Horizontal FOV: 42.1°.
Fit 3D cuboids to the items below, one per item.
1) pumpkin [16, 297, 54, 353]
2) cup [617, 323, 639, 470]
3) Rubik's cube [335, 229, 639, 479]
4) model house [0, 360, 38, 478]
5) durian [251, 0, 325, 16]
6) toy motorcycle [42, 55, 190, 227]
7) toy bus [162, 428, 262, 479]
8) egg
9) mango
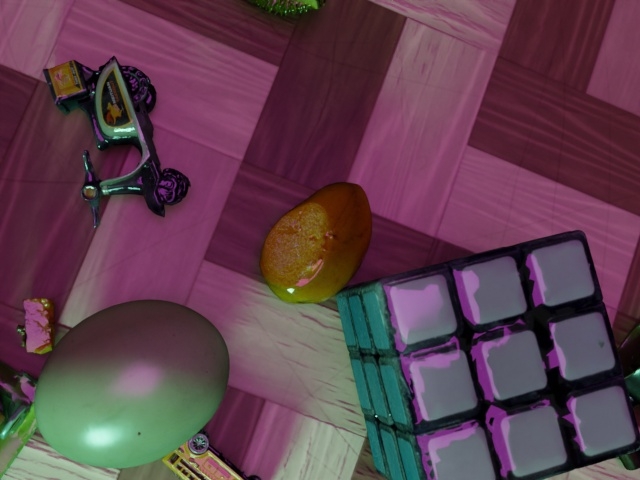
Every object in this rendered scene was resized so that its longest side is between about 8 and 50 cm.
[{"bbox_3d":[-0.408,0.124,1.194,0.053,0.074,0.083,-6,82,-14],"label":"pumpkin"},{"bbox_3d":[0.547,0.245,1.292,0.177,0.166,0.239,37,78,0],"label":"cup"},{"bbox_3d":[0.216,0.173,1.178,0.303,0.305,0.301,-13,84,-12],"label":"Rubik's cube"},{"bbox_3d":[-0.571,0.258,1.023,0.300,0.323,0.340,35,79,-3],"label":"model house"},{"bbox_3d":[-0.085,-0.424,1.308,0.220,0.095,0.137,33,43,-2],"label":"durian"},{"bbox_3d":[-0.300,-0.149,1.241,0.157,0.091,0.263,-20,85,-3],"label":"toy motorcycle"},{"bbox_3d":[-0.151,0.343,1.211,0.162,0.069,0.074,41,79,-1],"label":"toy bus"},{"bbox_3d":[-0.255,0.194,1.137,0.269,0.219,0.219,-16,86,-7],"label":"egg"},{"bbox_3d":[0.001,0.003,1.266,0.141,0.102,0.217,27,74,21],"label":"mango"}]
